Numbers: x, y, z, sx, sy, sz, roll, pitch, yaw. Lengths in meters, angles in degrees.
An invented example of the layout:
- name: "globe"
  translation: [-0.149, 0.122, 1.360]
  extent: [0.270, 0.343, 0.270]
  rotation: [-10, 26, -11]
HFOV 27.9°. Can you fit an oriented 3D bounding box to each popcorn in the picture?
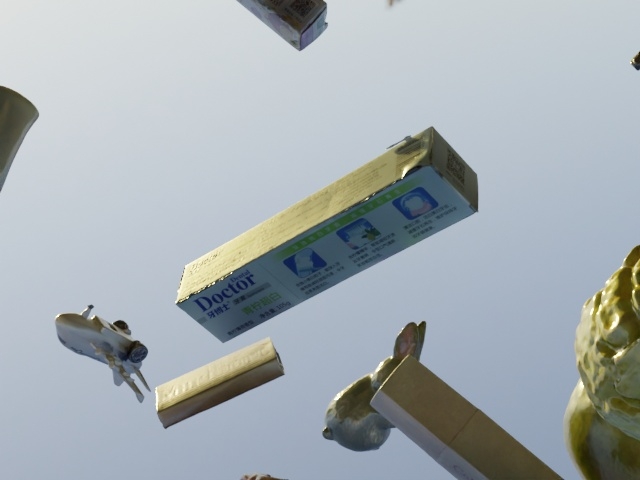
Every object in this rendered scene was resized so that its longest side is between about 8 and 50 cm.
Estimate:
- name: "popcorn"
  translation: [0.422, 0.116, 1.405]
  extent: [0.293, 0.237, 0.293]
  rotation: [4, -137, -4]

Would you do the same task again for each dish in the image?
- name: "dish"
  translation: [-0.440, -0.128, 1.438]
  extent: [0.212, 0.077, 0.151]
  rotation: [6, -127, 15]

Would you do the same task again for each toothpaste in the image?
- name: "toothpaste"
  translation: [0.000, 0.000, 1.313]
  extent: [0.336, 0.081, 0.067]
  rotation: [-28, -146, 30]

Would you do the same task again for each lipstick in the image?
- name: "lipstick"
  translation: [0.238, 0.311, 1.793]
  extent: [0.371, 0.076, 0.080]
  rotation: [39, -115, 8]

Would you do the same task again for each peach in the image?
- name: "peach"
  translation: [0.485, 0.253, 1.730]
  extent: [0.281, 0.314, 0.315]
  rotation: [-21, -128, -32]

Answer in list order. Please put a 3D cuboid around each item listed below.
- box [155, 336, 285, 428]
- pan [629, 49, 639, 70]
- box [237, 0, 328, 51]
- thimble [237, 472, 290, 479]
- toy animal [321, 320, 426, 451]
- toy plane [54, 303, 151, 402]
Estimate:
- name: "box"
  translation: [-0.138, 0.193, 1.752]
  extent: [0.177, 0.036, 0.115]
  rotation: [-24, -168, -2]
- name: "pan"
  translation: [0.268, -0.189, 0.763]
  extent: [0.048, 0.202, 0.128]
  rotation: [41, 171, -29]
- name: "box"
  translation: [-0.081, -0.251, 1.143]
  extent: [0.207, 0.041, 0.050]
  rotation: [40, 172, 6]
- name: "thimble"
  translation: [-0.057, 0.403, 1.552]
  extent: [0.162, 0.239, 0.239]
  rotation: [20, -161, -15]
- name: "toy animal"
  translation: [0.102, 0.238, 2.012]
  extent: [0.138, 0.236, 0.108]
  rotation: [-7, -125, -46]
- name: "toy plane"
  translation: [-0.407, 0.191, 2.420]
  extent: [0.101, 0.255, 0.251]
  rotation: [-45, -132, -3]
